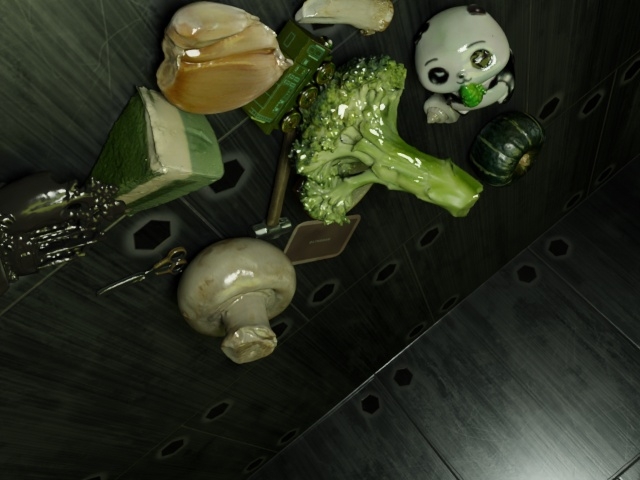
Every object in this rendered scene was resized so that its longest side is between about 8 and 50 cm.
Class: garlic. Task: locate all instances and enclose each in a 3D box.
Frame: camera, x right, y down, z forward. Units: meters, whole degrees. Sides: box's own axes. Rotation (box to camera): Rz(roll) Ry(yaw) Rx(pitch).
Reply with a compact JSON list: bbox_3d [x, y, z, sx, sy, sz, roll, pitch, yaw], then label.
[{"bbox_3d":[-0.174,-0.315,1.041,0.228,0.110,0.217,-6,148,-35],"label":"garlic"}]

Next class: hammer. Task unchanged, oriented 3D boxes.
[{"bbox_3d":[-0.096,-0.144,1.434,0.111,0.043,0.365,-18,142,-32],"label":"hammer"}]

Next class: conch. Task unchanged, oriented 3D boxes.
[{"bbox_3d":[0.339,-0.375,1.603,0.176,0.094,0.104,-62,141,-17],"label":"conch"}]

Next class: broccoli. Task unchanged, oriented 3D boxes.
[{"bbox_3d":[0.143,-0.221,1.274,0.275,0.397,0.353,-53,138,-37],"label":"broccoli"}]

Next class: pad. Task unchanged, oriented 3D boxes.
[{"bbox_3d":[0.000,0.000,1.771,0.266,0.002,0.176,-10,138,-43],"label":"pad"}]

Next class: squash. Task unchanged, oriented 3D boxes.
[{"bbox_3d":[0.591,-0.286,1.902,0.252,0.165,0.252,-28,146,-21],"label":"squash"}]

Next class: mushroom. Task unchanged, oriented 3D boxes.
[{"bbox_3d":[-0.188,0.151,1.456,0.298,0.290,0.297,-19,150,-11],"label":"mushroom"},{"bbox_3d":[0.044,-0.440,1.163,0.209,0.084,0.071,-9,95,-35],"label":"mushroom"}]

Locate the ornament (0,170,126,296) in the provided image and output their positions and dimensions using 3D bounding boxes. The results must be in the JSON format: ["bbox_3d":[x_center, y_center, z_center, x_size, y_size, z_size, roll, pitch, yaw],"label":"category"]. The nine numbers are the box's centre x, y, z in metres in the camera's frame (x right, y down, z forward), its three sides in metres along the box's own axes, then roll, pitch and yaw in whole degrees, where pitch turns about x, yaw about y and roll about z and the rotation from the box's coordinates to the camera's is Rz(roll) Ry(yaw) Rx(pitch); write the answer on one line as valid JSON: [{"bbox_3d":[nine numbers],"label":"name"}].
[{"bbox_3d":[-0.475,-0.021,1.050,0.261,0.106,0.251,-15,147,-27],"label":"ornament"}]

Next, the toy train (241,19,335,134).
[{"bbox_3d":[-0.066,-0.307,1.172,0.225,0.090,0.137,-52,157,19],"label":"toy train"}]

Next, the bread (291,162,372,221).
[{"bbox_3d":[0.038,-0.149,1.544,0.236,0.070,0.236,-29,148,-21],"label":"bread"}]

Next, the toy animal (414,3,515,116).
[{"bbox_3d":[0.338,-0.409,1.398,0.212,0.212,0.267,-50,153,17],"label":"toy animal"}]

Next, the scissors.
[{"bbox_3d":[-0.409,0.080,1.391,0.220,0.017,0.088,-24,149,-25],"label":"scissors"}]

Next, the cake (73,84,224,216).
[{"bbox_3d":[-0.313,-0.104,1.099,0.158,0.172,0.283,11,125,-52],"label":"cake"}]
